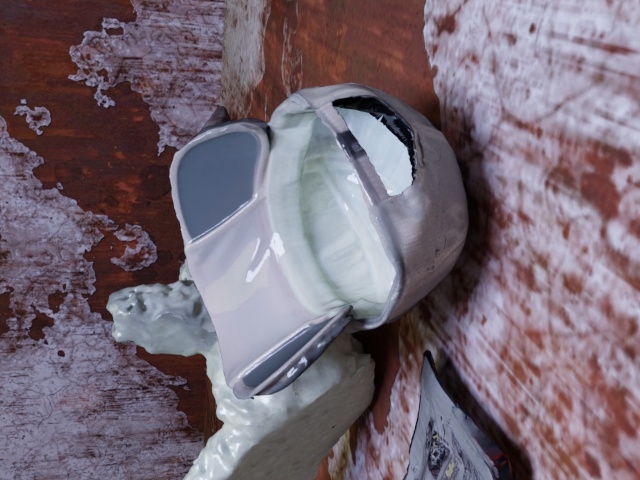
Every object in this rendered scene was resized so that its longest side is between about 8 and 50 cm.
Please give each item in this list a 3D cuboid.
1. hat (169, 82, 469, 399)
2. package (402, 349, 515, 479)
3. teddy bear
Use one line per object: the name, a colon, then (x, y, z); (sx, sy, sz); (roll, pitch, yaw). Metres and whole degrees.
hat: (-0.008, 0.004, 0.541); (0.275, 0.161, 0.232); (-42, 53, 26)
package: (0.091, 0.220, 0.520); (0.154, 0.030, 0.239); (-126, 38, -64)
teddy bear: (-0.112, 0.098, 0.768); (0.375, 0.327, 0.362); (-51, 55, 16)
